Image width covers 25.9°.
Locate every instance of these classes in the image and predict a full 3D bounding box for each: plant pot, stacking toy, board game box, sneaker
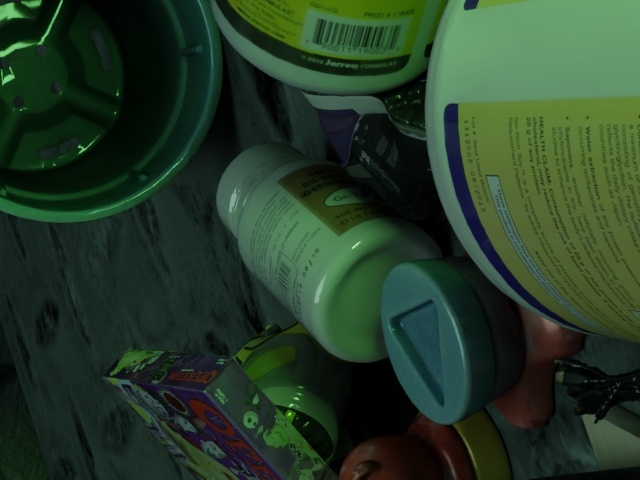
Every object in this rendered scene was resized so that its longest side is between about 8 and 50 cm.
[{"bbox_3d":[-0.318,-0.196,1.605,0.334,0.341,0.341,-171,68,-72],"label":"plant pot"},{"bbox_3d":[0.123,0.175,1.086,0.279,0.130,0.308,50,146,43],"label":"stacking toy"},{"bbox_3d":[-0.040,0.237,1.299,0.347,0.056,0.208,51,149,-21],"label":"board game box"},{"bbox_3d":[0.094,-0.073,1.076,0.283,0.107,0.124,28,143,62],"label":"sneaker"},{"bbox_3d":[-0.055,0.176,1.469,0.145,0.147,0.385,34,156,-14],"label":"sneaker"}]

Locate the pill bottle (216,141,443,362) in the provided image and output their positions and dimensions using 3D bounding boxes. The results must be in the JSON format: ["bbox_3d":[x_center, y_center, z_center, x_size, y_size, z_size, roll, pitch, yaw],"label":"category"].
[{"bbox_3d":[0.000,0.000,1.242,0.229,0.131,0.131,42,140,50],"label":"pill bottle"}]

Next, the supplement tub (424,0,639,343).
[{"bbox_3d":[0.223,-0.059,0.612,0.331,0.241,0.241,9,112,63],"label":"supplement tub"}]

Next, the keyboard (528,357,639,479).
[{"bbox_3d":[0.248,0.154,0.874,0.317,0.033,0.201,-21,92,55],"label":"keyboard"}]

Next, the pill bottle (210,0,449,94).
[{"bbox_3d":[0.034,-0.277,0.947,0.188,0.188,0.334,58,150,32],"label":"pill bottle"}]

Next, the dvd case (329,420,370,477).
[{"bbox_3d":[0.041,0.316,1.458,0.179,0.030,0.238,-37,70,64],"label":"dvd case"}]
